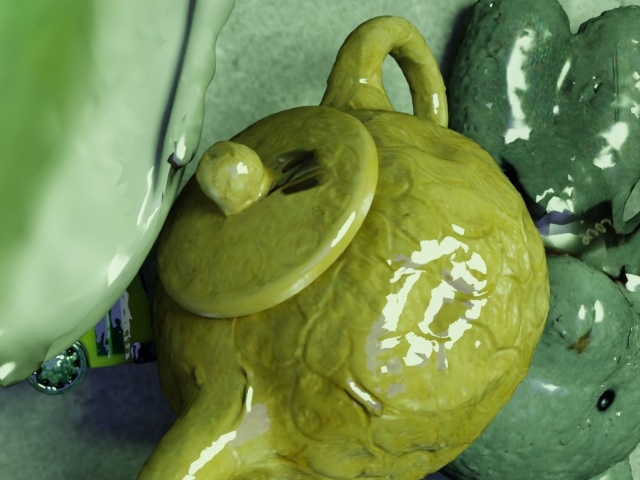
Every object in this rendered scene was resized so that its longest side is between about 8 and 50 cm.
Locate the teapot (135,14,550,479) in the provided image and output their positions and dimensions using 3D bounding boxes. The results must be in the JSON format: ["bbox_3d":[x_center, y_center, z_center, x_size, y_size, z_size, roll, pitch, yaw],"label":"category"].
[{"bbox_3d":[0.000,0.000,0.434,0.167,0.203,0.311,50,53,-39],"label":"teapot"}]

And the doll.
[{"bbox_3d":[0.134,-0.001,0.544,0.246,0.158,0.340,15,91,1],"label":"doll"}]

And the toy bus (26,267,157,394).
[{"bbox_3d":[-0.180,0.032,0.470,0.175,0.088,0.101,-7,98,-19],"label":"toy bus"}]

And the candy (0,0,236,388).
[{"bbox_3d":[-0.207,-0.161,0.351,0.386,0.186,0.427,35,64,-35],"label":"candy"}]
